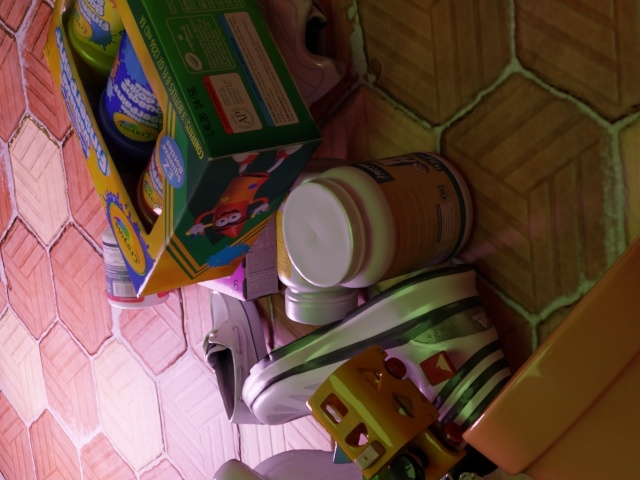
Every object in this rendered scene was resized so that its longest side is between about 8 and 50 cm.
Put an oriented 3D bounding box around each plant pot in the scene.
[{"bbox_3d":[0.304,0.143,0.933,0.203,0.291,0.290,41,131,12],"label":"plant pot"}]

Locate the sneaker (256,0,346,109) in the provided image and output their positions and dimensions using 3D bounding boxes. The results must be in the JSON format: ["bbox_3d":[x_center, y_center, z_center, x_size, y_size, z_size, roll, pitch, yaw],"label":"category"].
[{"bbox_3d":[-0.055,-0.312,1.343,0.118,0.110,0.292,-30,79,33],"label":"sneaker"}]

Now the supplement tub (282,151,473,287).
[{"bbox_3d":[0.069,-0.024,1.190,0.144,0.200,0.144,17,113,45],"label":"supplement tub"}]

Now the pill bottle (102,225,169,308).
[{"bbox_3d":[-0.322,0.019,1.728,0.108,0.108,0.180,13,109,47],"label":"pill bottle"}]

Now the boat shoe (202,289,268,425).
[{"bbox_3d":[-0.138,0.166,1.542,0.095,0.084,0.258,-59,42,37],"label":"boat shoe"}]

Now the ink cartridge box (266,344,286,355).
[{"bbox_3d":[-0.063,0.195,1.539,0.083,0.028,0.048,-47,65,46],"label":"ink cartridge box"}]

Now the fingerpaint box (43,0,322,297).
[{"bbox_3d":[-0.214,-0.205,1.349,0.444,0.163,0.371,66,148,18],"label":"fingerpaint box"}]

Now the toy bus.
[{"bbox_3d":[0.077,0.223,1.136,0.202,0.104,0.190,2,104,37],"label":"toy bus"}]

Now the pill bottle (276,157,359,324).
[{"bbox_3d":[0.000,0.000,1.341,0.119,0.119,0.208,16,112,46],"label":"pill bottle"}]

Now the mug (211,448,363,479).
[{"bbox_3d":[0.002,0.400,1.285,0.328,0.276,0.374,29,165,50],"label":"mug"}]

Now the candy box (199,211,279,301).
[{"bbox_3d":[-0.140,-0.038,1.529,0.159,0.071,0.233,15,111,47],"label":"candy box"}]

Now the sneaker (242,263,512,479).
[{"bbox_3d":[0.070,0.228,1.286,0.447,0.169,0.257,-35,72,46],"label":"sneaker"}]
